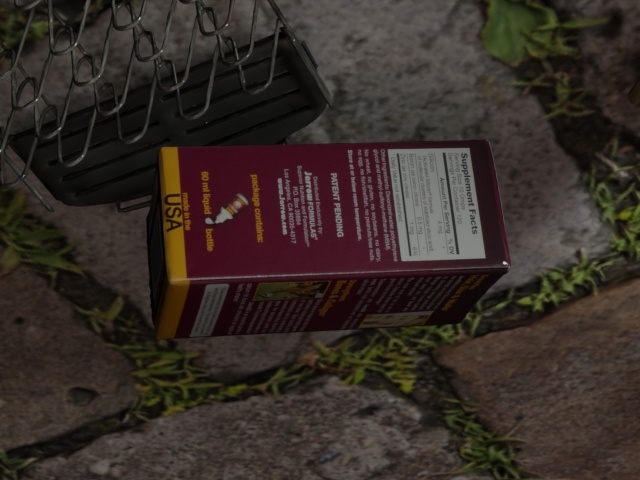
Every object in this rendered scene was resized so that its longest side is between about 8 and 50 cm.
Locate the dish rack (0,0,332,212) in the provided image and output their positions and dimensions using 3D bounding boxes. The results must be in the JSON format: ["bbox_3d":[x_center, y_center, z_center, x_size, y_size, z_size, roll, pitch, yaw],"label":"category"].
[{"bbox_3d":[-0.123,-0.105,0.768,0.208,0.074,0.271,-18,135,18],"label":"dish rack"}]

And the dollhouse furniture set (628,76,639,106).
[{"bbox_3d":[0.377,-0.079,0.832,0.355,0.174,0.303,-6,143,-33],"label":"dollhouse furniture set"}]

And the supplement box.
[{"bbox_3d":[0.000,0.000,0.840,0.188,0.081,0.104,-2,160,-12],"label":"supplement box"}]
